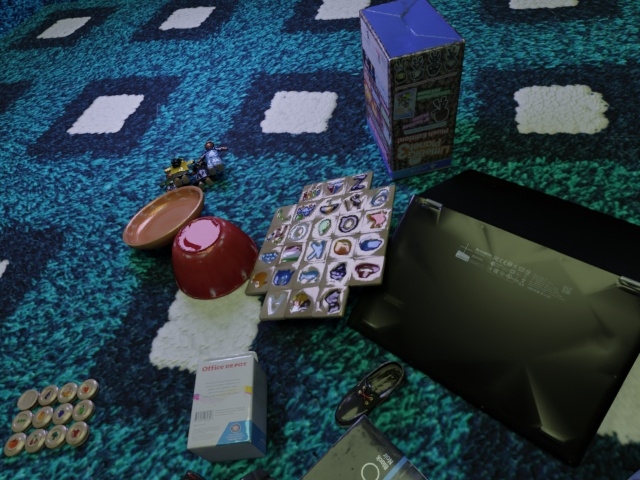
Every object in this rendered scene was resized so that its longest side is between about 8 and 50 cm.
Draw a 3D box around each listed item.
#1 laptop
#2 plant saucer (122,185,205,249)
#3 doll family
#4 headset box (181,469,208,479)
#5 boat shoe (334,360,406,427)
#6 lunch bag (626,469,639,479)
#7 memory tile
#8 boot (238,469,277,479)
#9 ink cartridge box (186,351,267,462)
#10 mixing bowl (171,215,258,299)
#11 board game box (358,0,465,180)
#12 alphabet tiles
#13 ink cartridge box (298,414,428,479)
[{"bbox_3d":[0.332,0.069,0.725,0.382,0.236,0.407,28,90,30],"label":"laptop"},{"bbox_3d":[-0.345,-0.048,0.927,0.200,0.037,0.199,-16,38,13],"label":"plant saucer"},{"bbox_3d":[-0.320,-0.183,1.038,0.193,0.076,0.111,-17,45,-8],"label":"doll family"},{"bbox_3d":[-0.181,0.378,0.575,0.062,0.032,0.083,15,57,23],"label":"headset box"},{"bbox_3d":[0.075,0.233,0.633,0.133,0.042,0.049,-34,55,-13],"label":"boat shoe"},{"bbox_3d":[0.384,0.268,0.417,0.219,0.176,0.090,-11,44,-30],"label":"lunch bag"},{"bbox_3d":[-0.461,0.302,0.710,0.148,0.012,0.113,-11,50,3],"label":"memory tile"},{"bbox_3d":[-0.097,0.433,0.395,0.223,0.118,0.338,-33,55,19],"label":"boot"},{"bbox_3d":[-0.135,0.249,0.632,0.092,0.089,0.143,-8,49,5],"label":"ink cartridge box"},{"bbox_3d":[-0.227,0.017,0.835,0.182,0.098,0.181,-5,51,7],"label":"mixing bowl"},{"bbox_3d":[0.187,-0.324,0.895,0.141,0.291,0.232,-13,51,0],"label":"board game box"},{"bbox_3d":[0.000,0.000,0.800,0.285,0.011,0.342,-8,48,29],"label":"alphabet tiles"},{"bbox_3d":[-0.003,0.397,0.503,0.333,0.065,0.165,-40,55,-19],"label":"ink cartridge box"}]
